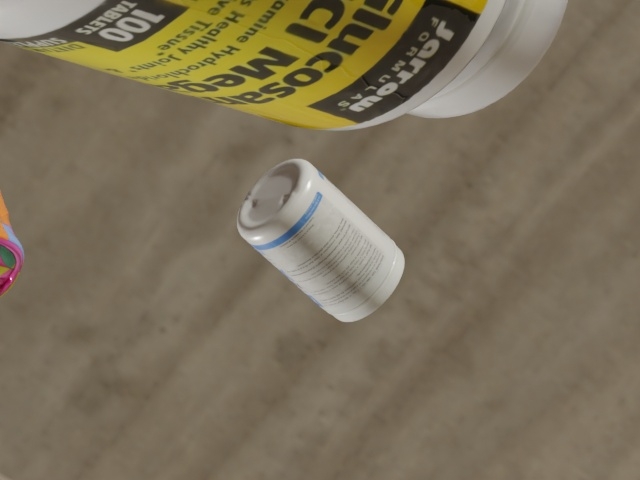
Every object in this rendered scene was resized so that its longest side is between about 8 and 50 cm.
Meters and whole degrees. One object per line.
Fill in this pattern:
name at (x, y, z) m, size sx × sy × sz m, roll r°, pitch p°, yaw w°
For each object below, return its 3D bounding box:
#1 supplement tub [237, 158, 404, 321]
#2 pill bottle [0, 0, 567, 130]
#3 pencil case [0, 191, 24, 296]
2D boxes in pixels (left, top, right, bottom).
supplement tub at (0.000, 0.000, 1.303) m, size 0.071 × 0.107 × 0.071 m, roll -34°, pitch -149°, yaw 23°
pill bottle at (-0.028, -0.153, 0.839) m, size 0.188 × 0.334 × 0.188 m, roll -7°, pitch -101°, yaw 36°
pencil case at (-0.295, -0.058, 1.378) m, size 0.104 × 0.104 × 0.236 m, roll -43°, pitch -124°, yaw 28°
